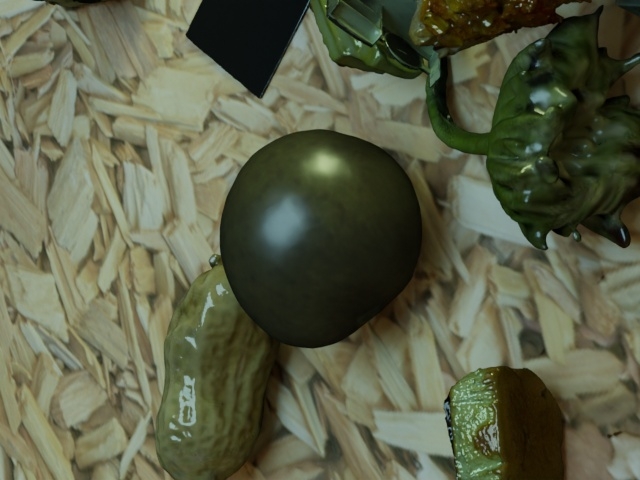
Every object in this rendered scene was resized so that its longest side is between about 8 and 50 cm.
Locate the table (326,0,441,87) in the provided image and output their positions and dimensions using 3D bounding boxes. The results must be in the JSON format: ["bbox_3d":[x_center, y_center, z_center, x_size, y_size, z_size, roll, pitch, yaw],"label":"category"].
[{"bbox_3d":[0.084,-0.270,1.536,0.062,0.146,0.175,-46,23,29],"label":"table"}]

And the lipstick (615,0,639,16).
[{"bbox_3d":[0.372,-0.381,1.381,0.066,0.068,0.317,14,92,46],"label":"lipstick"}]

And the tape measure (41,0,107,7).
[{"bbox_3d":[-0.398,-0.412,2.022,0.271,0.231,0.133,3,86,44],"label":"tape measure"}]

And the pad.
[{"bbox_3d":[-0.066,-0.363,1.848,0.202,0.005,0.300,42,111,40],"label":"pad"}]

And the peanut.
[{"bbox_3d":[-0.129,0.160,1.718,0.159,0.143,0.291,-136,57,-77],"label":"peanut"}]

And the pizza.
[{"bbox_3d":[0.219,-0.252,1.341,0.305,0.161,0.085,-18,84,27],"label":"pizza"}]

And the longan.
[{"bbox_3d":[0.000,0.000,1.566,0.248,0.248,0.248,-10,75,43],"label":"longan"}]

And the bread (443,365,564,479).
[{"bbox_3d":[0.191,0.197,1.404,0.069,0.128,0.140,-15,78,39],"label":"bread"}]

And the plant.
[{"bbox_3d":[0.225,-0.101,1.464,0.333,0.180,0.251,169,118,-71],"label":"plant"}]

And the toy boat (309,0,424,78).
[{"bbox_3d":[0.044,-0.303,1.655,0.084,0.111,0.276,-36,58,40],"label":"toy boat"}]
